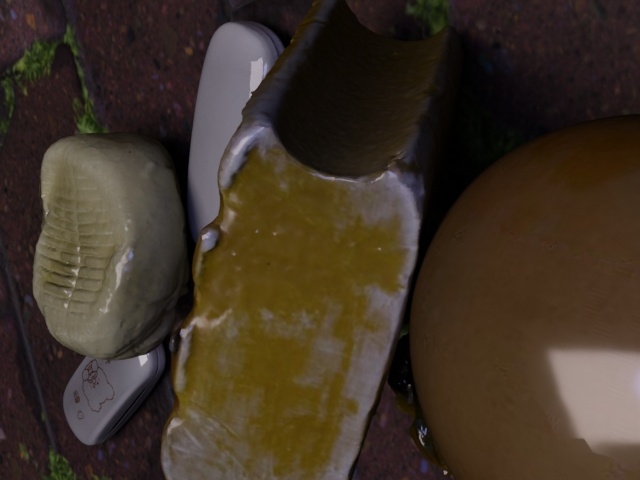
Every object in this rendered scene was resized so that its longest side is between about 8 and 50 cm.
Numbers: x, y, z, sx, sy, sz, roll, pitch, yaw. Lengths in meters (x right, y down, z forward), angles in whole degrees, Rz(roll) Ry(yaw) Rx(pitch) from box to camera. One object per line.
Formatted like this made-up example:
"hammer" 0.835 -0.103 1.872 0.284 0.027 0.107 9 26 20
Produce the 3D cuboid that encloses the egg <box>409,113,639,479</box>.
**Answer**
"egg" 0.230 0.081 0.894 0.374 0.301 0.301 27 119 35

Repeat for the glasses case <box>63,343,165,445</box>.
"glasses case" -0.223 0.151 1.570 0.074 0.049 0.193 58 135 18

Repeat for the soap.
"soap" 0.000 0.000 1.089 0.156 0.335 0.293 18 115 3

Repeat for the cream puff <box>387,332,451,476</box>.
"cream puff" 0.109 0.112 1.169 0.146 0.116 0.146 19 117 42

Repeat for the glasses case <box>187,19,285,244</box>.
"glasses case" -0.076 -0.086 1.348 0.092 0.059 0.233 29 121 42

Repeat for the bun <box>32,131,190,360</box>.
"bun" -0.194 0.003 1.433 0.229 0.145 0.229 -7 81 48
